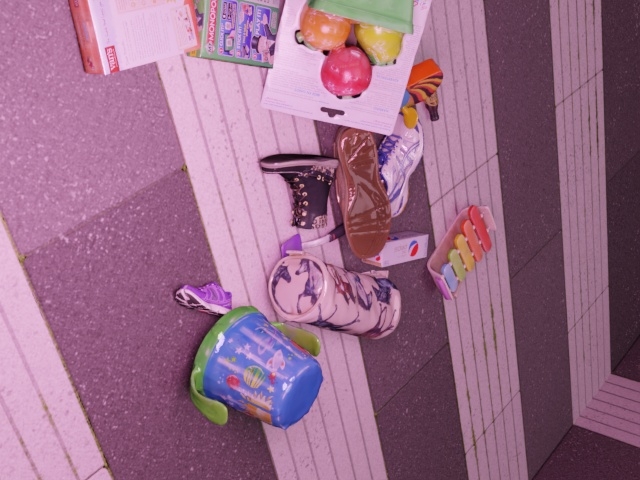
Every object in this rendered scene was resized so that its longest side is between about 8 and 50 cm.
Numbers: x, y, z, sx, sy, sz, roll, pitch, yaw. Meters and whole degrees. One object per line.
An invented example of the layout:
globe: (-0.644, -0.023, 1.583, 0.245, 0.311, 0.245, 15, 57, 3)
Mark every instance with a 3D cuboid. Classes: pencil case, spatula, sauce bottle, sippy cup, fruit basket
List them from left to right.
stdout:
sippy cup: (-0.126, 0.294, 1.806, 0.305, 0.224, 0.240, -54, 150, -18)
spatula: (0.000, 0.000, 2.053, 0.297, 0.030, 0.084, -25, 120, -41)
pencil case: (0.044, 0.135, 2.026, 0.410, 0.160, 0.183, 20, 62, -54)
fruit basket: (0.058, -0.436, 1.832, 0.327, 0.165, 0.352, 9, 116, -17)
sauce bottle: (0.310, -0.396, 2.293, 0.042, 0.042, 0.128, -45, 131, -32)

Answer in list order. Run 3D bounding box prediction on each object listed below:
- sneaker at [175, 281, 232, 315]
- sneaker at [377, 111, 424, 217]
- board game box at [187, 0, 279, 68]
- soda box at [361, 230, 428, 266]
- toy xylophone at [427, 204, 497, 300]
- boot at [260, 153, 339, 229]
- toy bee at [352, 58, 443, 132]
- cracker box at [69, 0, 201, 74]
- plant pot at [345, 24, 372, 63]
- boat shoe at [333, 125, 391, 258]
sneaker: (-0.253, 0.120, 1.786, 0.170, 0.068, 0.071, 29, 64, -58)
sneaker: (0.185, -0.204, 2.150, 0.131, 0.112, 0.296, 6, 96, -50)
board game box: (-0.170, -0.528, 1.692, 0.214, 0.046, 0.317, -4, 103, -48)
soda box: (0.209, 0.021, 2.272, 0.216, 0.074, 0.069, -9, 108, -48)
toy xylophone: (0.445, 0.047, 2.548, 0.322, 0.081, 0.236, -60, 138, -18)
boot: (-0.051, -0.112, 1.923, 0.236, 0.085, 0.178, -7, 108, -49)
toy bee: (0.158, -0.357, 2.064, 0.162, 0.299, 0.195, 91, -4, -57)
cracker box: (-0.340, -0.409, 1.512, 0.232, 0.067, 0.155, -29, 121, -42)
plant pot: (0.083, -0.483, 1.960, 0.109, 0.096, 0.109, -10, 109, -48)
boat shoe: (0.100, -0.124, 2.058, 0.122, 0.110, 0.340, -10, 107, -14)
